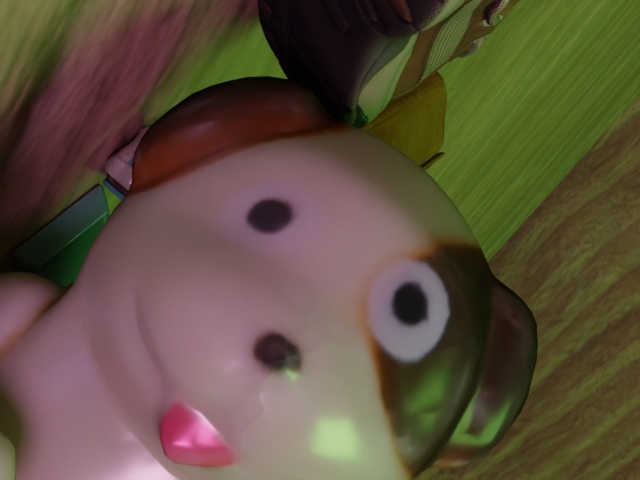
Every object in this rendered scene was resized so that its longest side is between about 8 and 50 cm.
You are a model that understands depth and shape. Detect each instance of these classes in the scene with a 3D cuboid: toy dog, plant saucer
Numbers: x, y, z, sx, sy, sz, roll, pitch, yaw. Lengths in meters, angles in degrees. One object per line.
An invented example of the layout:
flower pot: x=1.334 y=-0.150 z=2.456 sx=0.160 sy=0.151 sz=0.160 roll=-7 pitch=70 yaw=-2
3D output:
toy dog: x=-0.073 y=0.116 z=0.854 sx=0.408 sy=0.284 sz=0.395 roll=-46 pitch=170 yaw=33
plant saucer: x=-0.159 y=0.025 z=1.013 sx=0.067 sy=0.018 sz=0.192 roll=-41 pitch=169 yaw=-20

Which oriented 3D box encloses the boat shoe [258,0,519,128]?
boat shoe: x=0.056 y=-0.156 z=0.783 sx=0.120 sy=0.122 sz=0.324 roll=-25 pitch=174 yaw=-17

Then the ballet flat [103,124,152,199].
ballet flat: x=-0.083 y=-0.032 z=0.971 sx=0.052 sy=0.057 sz=0.168 roll=-54 pitch=171 yaw=-2

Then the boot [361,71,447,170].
boot: x=0.000 y=-0.001 z=1.293 sx=0.211 sy=0.104 sz=0.295 roll=-36 pitch=163 yaw=-37
